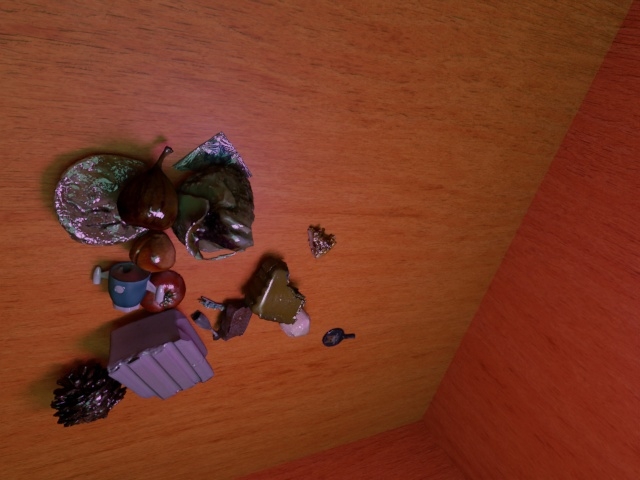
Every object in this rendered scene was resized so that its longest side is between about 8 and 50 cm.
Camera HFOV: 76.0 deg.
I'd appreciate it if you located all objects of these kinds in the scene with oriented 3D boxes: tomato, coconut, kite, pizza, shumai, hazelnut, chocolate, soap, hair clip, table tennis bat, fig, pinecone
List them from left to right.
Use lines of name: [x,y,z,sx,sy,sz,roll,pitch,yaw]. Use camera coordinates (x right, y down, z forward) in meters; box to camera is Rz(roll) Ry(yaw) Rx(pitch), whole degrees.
pinecone: [-1.070,0.702,1.875,0.298,0.242,0.295,-33,133,-33]
hazelnut: [-0.688,0.042,1.693,0.182,0.182,0.182,-15,127,-20]
fig: [-0.606,-0.198,1.508,0.217,0.217,0.320,24,70,-38]
tomato: [-0.716,0.241,1.862,0.225,0.085,0.225,-14,124,-22]
soap: [-0.737,0.551,1.935,0.350,0.213,0.435,-25,139,-11]
hair clip: [-0.534,0.325,2.051,0.173,0.049,0.049,27,106,-40]
kite: [-0.434,-0.296,1.692,0.335,0.011,0.314,4,119,-31]
shumai: [-0.393,-0.076,1.643,0.395,0.348,0.395,-19,131,-23]
chocolate: [-0.438,0.402,2.100,0.148,0.093,0.214,-7,124,-57]
coconut: [-0.136,0.453,2.253,0.171,0.171,0.183,-39,89,0]
pizza: [0.000,0.002,2.097,0.154,0.069,0.194,-37,133,0]
table tennis bat: [0.119,0.619,2.624,0.236,0.027,0.150,3,119,-28]

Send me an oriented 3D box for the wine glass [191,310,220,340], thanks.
wine glass: [-0.577,0.435,2.084,0.066,0.066,0.198,-34,132,-5]

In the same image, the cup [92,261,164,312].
cup: [-0.808,0.201,1.724,0.300,0.167,0.173,17,114,-2]

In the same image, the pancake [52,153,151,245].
pancake: [-0.789,-0.149,1.548,0.387,0.082,0.386,-19,128,-26]

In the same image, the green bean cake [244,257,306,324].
green bean cake: [-0.214,0.250,2.085,0.310,0.202,0.285,29,92,-40]
